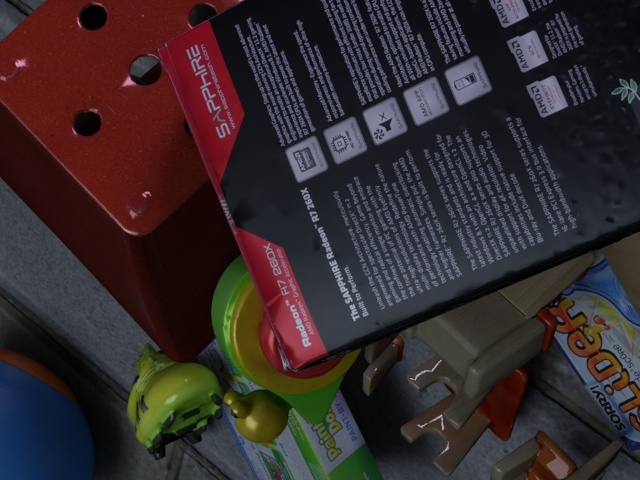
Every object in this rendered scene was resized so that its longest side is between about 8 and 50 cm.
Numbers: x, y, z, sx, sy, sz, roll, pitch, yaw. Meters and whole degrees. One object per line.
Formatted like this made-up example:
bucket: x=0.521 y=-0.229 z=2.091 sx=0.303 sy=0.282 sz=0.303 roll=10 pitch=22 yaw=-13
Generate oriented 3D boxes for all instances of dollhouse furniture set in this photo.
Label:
dollhouse furniture set: x=0.138 y=0.094 z=1.048 sx=0.262 sy=0.135 sz=0.259 roll=43 pitch=160 yaw=21

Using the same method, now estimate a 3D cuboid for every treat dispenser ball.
treat dispenser ball: x=-0.428 y=0.277 z=1.588 sx=0.288 sy=0.288 sz=0.288 roll=23 pitch=130 yaw=31

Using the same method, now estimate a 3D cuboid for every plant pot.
plant pot: x=-0.117 y=-0.097 z=1.004 sx=0.267 sy=0.267 sz=0.236 roll=45 pitch=173 yaw=10

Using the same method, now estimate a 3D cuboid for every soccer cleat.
soccer cleat: x=-0.170 y=0.162 z=1.361 sx=0.121 sy=0.093 sz=0.289 roll=65 pitch=164 yaw=10

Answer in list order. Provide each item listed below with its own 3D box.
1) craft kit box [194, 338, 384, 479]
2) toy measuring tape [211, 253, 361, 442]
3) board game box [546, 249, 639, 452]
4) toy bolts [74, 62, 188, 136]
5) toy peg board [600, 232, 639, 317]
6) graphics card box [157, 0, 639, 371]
craft kit box: x=-0.045 y=0.161 z=1.272 sx=0.250 sy=0.061 sz=0.247 roll=64 pitch=161 yaw=-12
toy measuring tape: x=0.000 y=0.000 z=0.964 sx=0.121 sy=0.121 sz=0.330 roll=27 pitch=96 yaw=28
board game box: x=0.246 y=0.062 z=1.011 sx=0.201 sy=0.035 sz=0.136 roll=55 pitch=139 yaw=0
toy bolts: x=-0.124 y=-0.070 z=1.173 sx=0.228 sy=0.158 sz=0.218 roll=51 pitch=138 yaw=4
toy peg board: x=0.249 y=0.000 z=0.872 sx=0.160 sy=0.079 sz=0.161 roll=59 pitch=-179 yaw=-2
graphics card box: x=0.107 y=-0.094 z=0.767 sx=0.371 sy=0.094 sz=0.232 roll=-26 pitch=82 yaw=23
